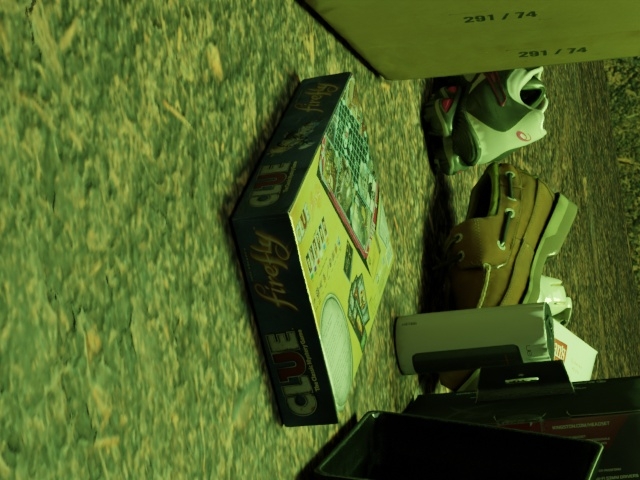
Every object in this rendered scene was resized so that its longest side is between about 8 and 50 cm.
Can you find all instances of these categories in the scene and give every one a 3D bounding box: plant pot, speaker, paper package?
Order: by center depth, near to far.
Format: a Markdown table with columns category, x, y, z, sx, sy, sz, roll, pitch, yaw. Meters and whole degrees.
| category | x | y | z | sx | sy | sz | roll | pitch | yaw |
| --- | --- | --- | --- | --- | --- | --- | --- | --- | --- |
| plant pot | 0.099 | 0.238 | 1.350 | 0.187 | 0.188 | 0.167 | -30 | 127 | -74 |
| paper package | 0.167 | -0.255 | 1.500 | 0.309 | 0.324 | 0.168 | 29 | 57 | -73 |
| speaker | 0.137 | 0.086 | 1.599 | 0.055 | 0.136 | 0.055 | -6 | 90 | -75 |

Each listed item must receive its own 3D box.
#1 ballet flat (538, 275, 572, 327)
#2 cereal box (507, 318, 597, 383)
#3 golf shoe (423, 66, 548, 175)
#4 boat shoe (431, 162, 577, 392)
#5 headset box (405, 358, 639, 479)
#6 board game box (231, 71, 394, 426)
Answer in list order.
| category | x | y | z | sx | sy | sz | roll | pitch | yaw |
| --- | --- | --- | --- | --- | --- | --- | --- | --- | --- |
| ballet flat | 0.255 | 0.074 | 2.142 | 0.221 | 0.079 | 0.077 | 30 | 56 | -71 |
| cereal box | 0.215 | 0.207 | 1.851 | 0.173 | 0.047 | 0.240 | 32 | 71 | -62 |
| golf shoe | 0.184 | -0.159 | 1.912 | 0.273 | 0.120 | 0.105 | -77 | 154 | -54 |
| boat shoe | 0.156 | 0.036 | 1.779 | 0.104 | 0.111 | 0.307 | 36 | 38 | -5 |
| headset box | 0.195 | 0.249 | 1.591 | 0.110 | 0.218 | 0.293 | -44 | 126 | -72 |
| board game box | 0.000 | 0.000 | 1.314 | 0.243 | 0.042 | 0.165 | -67 | 147 | -61 |
